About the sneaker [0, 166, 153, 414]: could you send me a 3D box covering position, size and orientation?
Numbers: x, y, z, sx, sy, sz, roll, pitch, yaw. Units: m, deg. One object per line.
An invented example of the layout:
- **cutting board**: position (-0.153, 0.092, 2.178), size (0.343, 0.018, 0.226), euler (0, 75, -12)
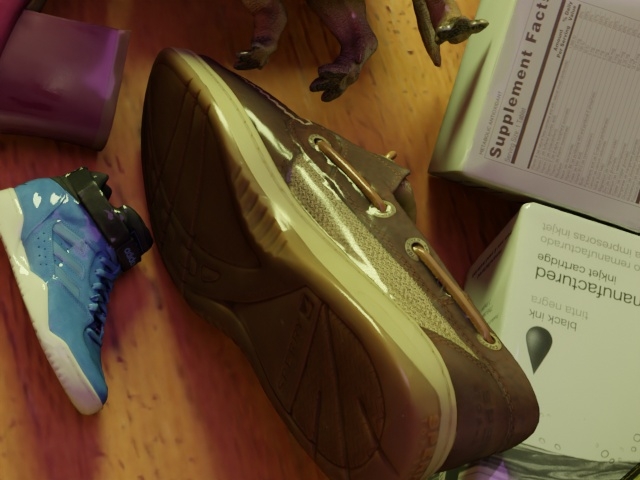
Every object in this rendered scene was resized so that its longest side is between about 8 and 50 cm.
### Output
- **sneaker**: position (-0.134, 0.023, 0.670), size (0.085, 0.058, 0.152), euler (-21, 64, -12)

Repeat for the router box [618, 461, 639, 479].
- **router box**: position (0.261, 0.067, 0.506), size (0.309, 0.243, 0.081), euler (-32, 76, -25)

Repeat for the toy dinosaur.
- **toy dinosaur**: position (-0.004, -0.211, 0.701), size (0.296, 0.127, 0.200), euler (12, 58, -40)

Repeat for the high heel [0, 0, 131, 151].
- **high heel**: position (-0.203, -0.246, 0.728), size (0.181, 0.127, 0.377), euler (10, 70, -19)

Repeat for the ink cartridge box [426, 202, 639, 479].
- **ink cartridge box**: position (0.169, 0.142, 0.651), size (0.197, 0.114, 0.273), euler (17, 64, -4)

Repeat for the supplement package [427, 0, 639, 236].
- **supplement package**: position (0.211, -0.070, 0.727), size (0.244, 0.134, 0.139), euler (18, 92, -4)

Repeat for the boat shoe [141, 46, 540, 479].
- **boat shoe**: position (0.000, 0.000, 0.650), size (0.123, 0.123, 0.342), euler (-5, 37, -33)
